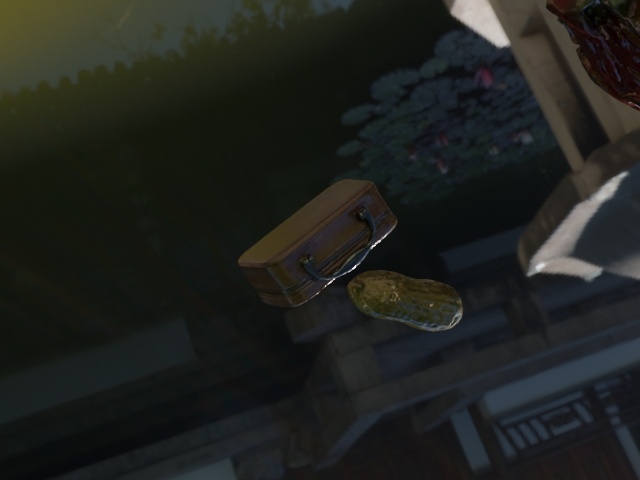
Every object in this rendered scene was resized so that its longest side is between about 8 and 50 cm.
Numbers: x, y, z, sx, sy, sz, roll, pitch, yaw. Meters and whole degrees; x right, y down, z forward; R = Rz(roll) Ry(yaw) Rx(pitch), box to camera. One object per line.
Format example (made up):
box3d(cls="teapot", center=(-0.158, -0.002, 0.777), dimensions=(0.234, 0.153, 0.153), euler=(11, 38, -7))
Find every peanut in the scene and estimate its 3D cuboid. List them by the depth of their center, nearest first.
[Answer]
box3d(cls="peanut", center=(0.079, 0.056, 0.805), dimensions=(0.113, 0.054, 0.054), euler=(14, 155, -5))

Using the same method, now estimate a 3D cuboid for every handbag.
box3d(cls="handbag", center=(0.000, 0.000, 1.085), dimensions=(0.193, 0.072, 0.151), euler=(-38, -164, -19))

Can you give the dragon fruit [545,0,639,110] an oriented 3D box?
box3d(cls="dragon fruit", center=(0.378, -0.236, 0.799), dimensions=(0.342, 0.277, 0.277), euler=(-2, 153, -42))
